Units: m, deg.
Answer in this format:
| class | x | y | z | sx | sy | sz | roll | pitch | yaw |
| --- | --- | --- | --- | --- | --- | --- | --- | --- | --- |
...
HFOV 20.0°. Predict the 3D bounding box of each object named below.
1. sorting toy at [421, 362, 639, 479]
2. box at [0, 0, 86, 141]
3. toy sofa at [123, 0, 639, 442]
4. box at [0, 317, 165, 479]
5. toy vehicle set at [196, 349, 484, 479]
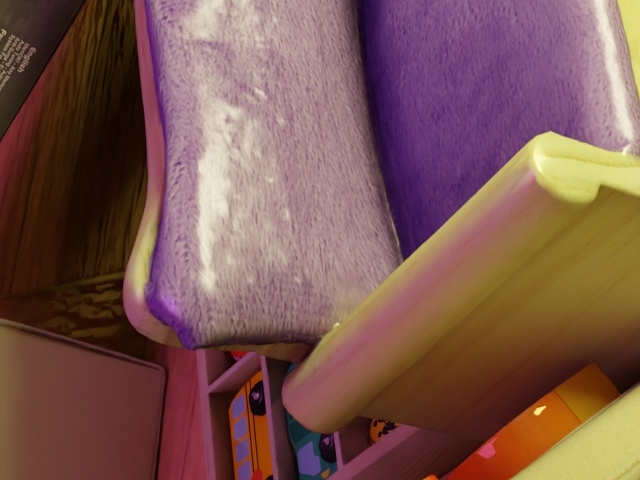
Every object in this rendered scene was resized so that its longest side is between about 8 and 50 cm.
| class | x | y | z | sx | sy | sz | roll | pitch | yaw |
| --- | --- | --- | --- | --- | --- | --- | --- | --- | --- |
| sorting toy | 0.025 | 0.108 | 0.592 | 0.208 | 0.193 | 0.038 | -42 | 79 | 39 |
| box | -0.203 | -0.117 | 0.996 | 0.395 | 0.097 | 0.318 | -58 | 13 | 3 |
| toy sofa | 0.030 | -0.115 | 0.685 | 0.150 | 0.177 | 0.362 | -44 | 41 | 40 |
| box | -0.199 | 0.142 | 0.980 | 0.232 | 0.127 | 0.149 | -22 | 56 | 53 |
| toy vehicle set | 0.000 | 0.000 | 0.813 | 0.166 | 0.035 | 0.267 | -43 | 43 | 41 |
